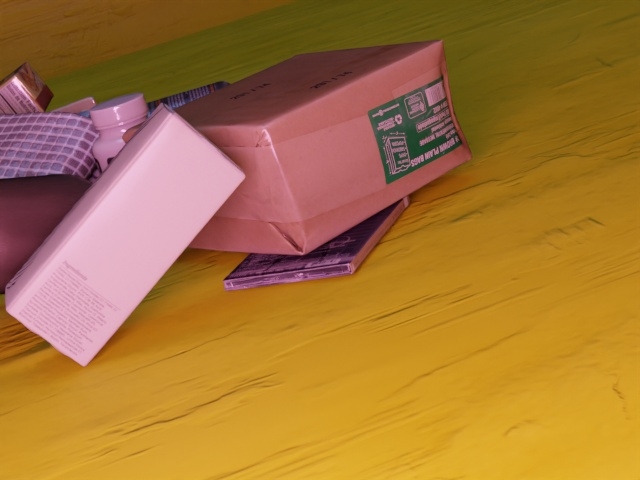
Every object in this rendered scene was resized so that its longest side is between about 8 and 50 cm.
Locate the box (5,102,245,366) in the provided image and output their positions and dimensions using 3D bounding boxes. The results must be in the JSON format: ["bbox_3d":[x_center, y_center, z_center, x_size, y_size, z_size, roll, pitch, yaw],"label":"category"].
[{"bbox_3d":[-0.214,-0.008,1.270,0.275,0.113,0.094,-49,20,0],"label":"box"}]

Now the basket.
[{"bbox_3d":[-0.387,-0.005,1.415,0.204,0.154,0.227,11,7,30],"label":"basket"}]

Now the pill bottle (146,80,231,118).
[{"bbox_3d":[-0.205,-0.190,1.968,0.245,0.131,0.130,-17,18,-1],"label":"pill bottle"}]

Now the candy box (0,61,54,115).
[{"bbox_3d":[-0.633,-0.183,2.100,0.316,0.087,0.183,-37,18,4],"label":"candy box"}]

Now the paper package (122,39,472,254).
[{"bbox_3d":[-0.028,-0.119,1.486,0.324,0.168,0.309,-30,22,-37],"label":"paper package"}]

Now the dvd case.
[{"bbox_3d":[0.000,0.000,1.403,0.164,0.018,0.221,-9,20,26],"label":"dvd case"}]

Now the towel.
[{"bbox_3d":[-0.462,-0.082,1.702,0.283,0.121,0.235,6,49,18],"label":"towel"}]

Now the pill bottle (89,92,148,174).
[{"bbox_3d":[-0.259,-0.105,1.658,0.108,0.194,0.108,-15,18,5],"label":"pill bottle"}]

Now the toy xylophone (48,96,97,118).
[{"bbox_3d":[-0.465,-0.111,1.947,0.236,0.081,0.323,-23,29,8],"label":"toy xylophone"}]
